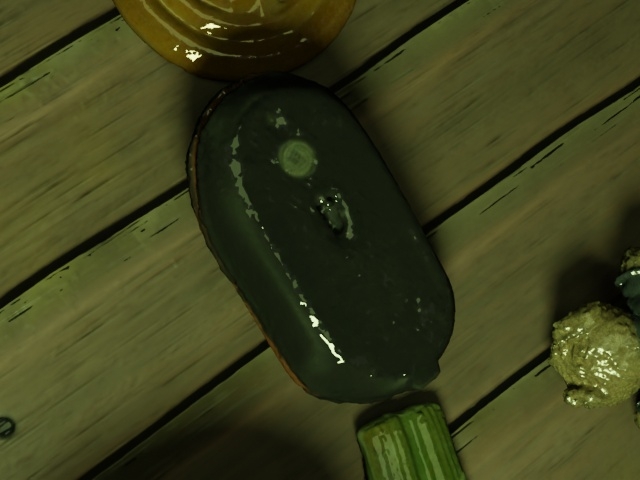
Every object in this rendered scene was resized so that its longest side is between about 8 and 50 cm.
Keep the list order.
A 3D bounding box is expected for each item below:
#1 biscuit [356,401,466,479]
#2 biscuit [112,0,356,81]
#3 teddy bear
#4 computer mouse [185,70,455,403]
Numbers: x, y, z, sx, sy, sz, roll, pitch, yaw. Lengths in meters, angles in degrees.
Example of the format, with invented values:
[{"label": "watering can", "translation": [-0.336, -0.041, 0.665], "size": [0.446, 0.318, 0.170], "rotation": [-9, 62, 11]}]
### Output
[{"label": "biscuit", "translation": [0.117, 0.310, 1.438], "size": [0.099, 0.038, 0.322], "rotation": [-15, 84, -23]}, {"label": "biscuit", "translation": [-0.080, -0.277, 1.494], "size": [0.262, 0.037, 0.262], "rotation": [4, 78, -17]}, {"label": "teddy bear", "translation": [0.341, 0.088, 1.506], "size": [0.251, 0.129, 0.182], "rotation": [-12, 81, -20]}, {"label": "computer mouse", "translation": [-0.002, 0.000, 1.420], "size": [0.183, 0.116, 0.323], "rotation": [-32, 97, -22]}]
